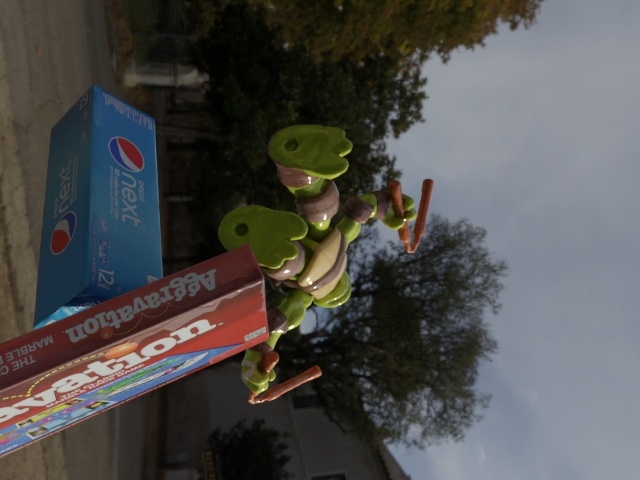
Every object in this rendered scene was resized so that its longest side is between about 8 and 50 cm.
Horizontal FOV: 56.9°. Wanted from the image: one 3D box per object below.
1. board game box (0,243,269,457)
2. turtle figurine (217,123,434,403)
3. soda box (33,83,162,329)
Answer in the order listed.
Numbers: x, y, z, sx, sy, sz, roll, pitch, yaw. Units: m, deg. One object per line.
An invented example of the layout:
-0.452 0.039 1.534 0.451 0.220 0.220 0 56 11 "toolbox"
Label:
-0.165 0.090 0.357 0.145 0.281 0.027 97 -32 -67 "board game box"
0.000 0.000 0.484 0.087 0.269 0.217 36 -15 24 "turtle figurine"
-0.182 -0.026 0.492 0.071 0.067 0.210 -33 -129 26 "soda box"
